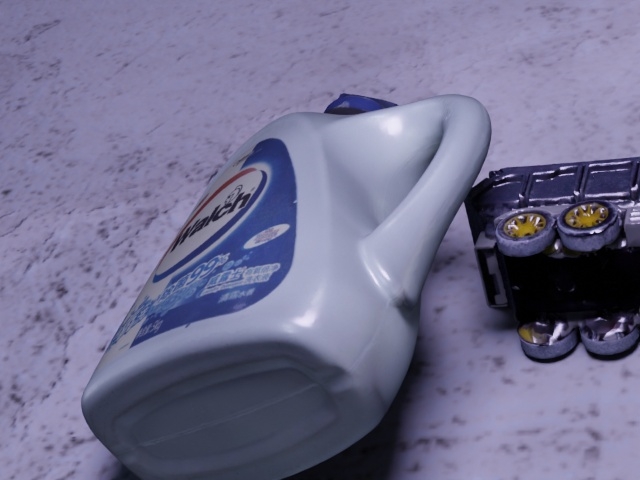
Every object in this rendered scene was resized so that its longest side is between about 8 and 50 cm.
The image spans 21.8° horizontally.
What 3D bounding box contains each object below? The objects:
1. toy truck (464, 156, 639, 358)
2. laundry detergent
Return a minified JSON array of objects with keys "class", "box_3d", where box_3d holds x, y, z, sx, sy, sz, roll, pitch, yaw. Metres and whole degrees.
[{"class":"toy truck","box_3d":[0.175,0.002,0.892,0.192,0.083,0.092,-4,32,21]},{"class":"laundry detergent","box_3d":[0.000,0.000,0.918,0.215,0.105,0.280,-25,25,42]}]
